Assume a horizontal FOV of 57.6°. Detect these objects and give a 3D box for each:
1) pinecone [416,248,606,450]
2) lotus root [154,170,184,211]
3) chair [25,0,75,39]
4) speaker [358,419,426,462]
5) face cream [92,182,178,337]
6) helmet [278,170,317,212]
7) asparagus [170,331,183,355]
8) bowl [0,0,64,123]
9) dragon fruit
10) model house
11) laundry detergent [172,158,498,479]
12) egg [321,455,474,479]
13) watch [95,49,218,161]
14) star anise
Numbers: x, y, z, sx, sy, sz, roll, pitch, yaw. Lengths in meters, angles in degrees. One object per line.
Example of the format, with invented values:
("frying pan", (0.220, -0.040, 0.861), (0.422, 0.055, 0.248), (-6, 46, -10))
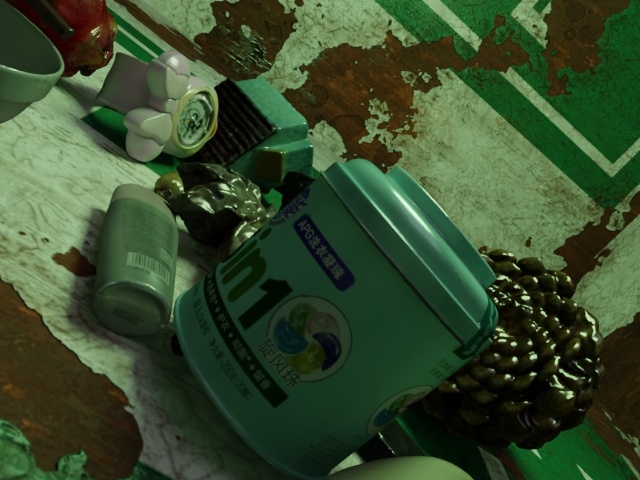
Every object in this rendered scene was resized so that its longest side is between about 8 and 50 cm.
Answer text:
("pinecone", (0.339, 0.227, 1.098), (0.384, 0.384, 0.384), (37, 16, -13))
("lotus root", (-0.251, -0.086, 1.020), (0.073, 0.062, 0.150), (62, 16, -7))
("chair", (-0.452, -0.444, 0.783), (0.326, 0.175, 0.183), (41, 2, 14))
("speaker", (0.060, 0.256, 0.854), (0.218, 0.044, 0.082), (48, 17, 24))
("face cream", (-0.235, 0.014, 0.762), (0.107, 0.073, 0.269), (39, 15, -29))
("helmet", (0.000, 0.000, 1.170), (0.279, 0.160, 0.230), (32, -19, 13))
("asparagus", (-0.160, 0.111, 0.757), (0.036, 0.030, 0.165), (53, 13, -9))
("bowl", (-0.492, -0.242, 0.724), (0.287, 0.144, 0.287), (38, 16, -13))
("dragon fruit", (-0.502, -0.423, 1.016), (0.250, 0.250, 0.315), (-122, -162, -46))
("model house", (-0.186, -0.200, 1.309), (0.249, 0.230, 0.280), (-18, 45, -23))
("laundry detergent", (0.033, 0.076, 0.702), (0.287, 0.305, 0.287), (48, 7, -7))
("egg", (0.083, 0.312, 0.523), (0.264, 0.174, 0.286), (37, 19, -2))
("watch", (-0.341, -0.270, 1.146), (0.217, 0.211, 0.248), (26, 3, 20))
("star anise", (-0.118, -0.010, 0.979), (0.331, 0.118, 0.331), (51, 16, -20))
